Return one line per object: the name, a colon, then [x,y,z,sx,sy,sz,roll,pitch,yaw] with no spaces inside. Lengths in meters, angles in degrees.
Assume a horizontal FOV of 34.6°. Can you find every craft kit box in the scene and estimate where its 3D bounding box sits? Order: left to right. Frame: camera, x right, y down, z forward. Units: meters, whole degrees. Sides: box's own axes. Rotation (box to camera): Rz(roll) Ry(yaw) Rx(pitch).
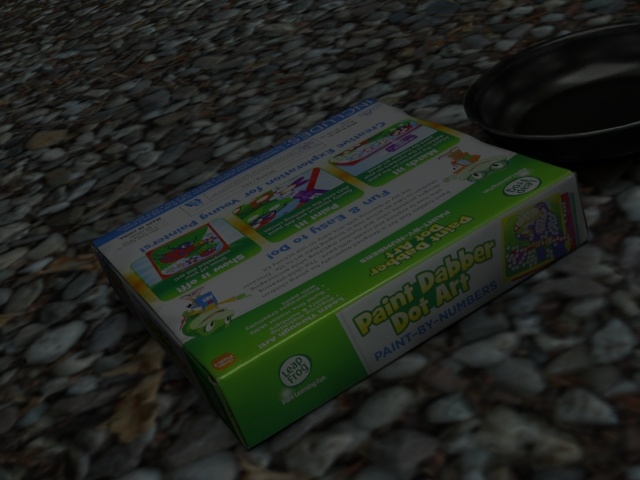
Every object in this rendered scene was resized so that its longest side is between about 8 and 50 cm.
craft kit box: [0.000,0.000,0.681,0.250,0.061,0.246,-29,26,-16]

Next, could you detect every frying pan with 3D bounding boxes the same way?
frying pan: [0.245,-0.144,0.778,0.197,0.053,0.326,10,38,44]
